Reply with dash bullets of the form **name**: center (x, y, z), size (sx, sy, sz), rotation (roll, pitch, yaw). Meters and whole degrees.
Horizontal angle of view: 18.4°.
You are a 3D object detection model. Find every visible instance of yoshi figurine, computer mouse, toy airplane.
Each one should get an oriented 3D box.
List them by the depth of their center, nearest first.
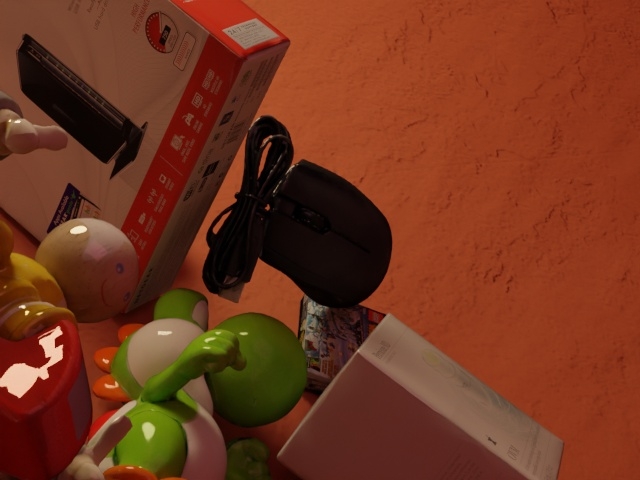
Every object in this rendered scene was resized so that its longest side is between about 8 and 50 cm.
- **toy airplane**: center (-0.283, 0.048, 1.589), size (0.272, 0.386, 0.384), rotation (-19, 75, -19)
- **yoshi figurine**: center (-0.099, 0.171, 1.811), size (0.203, 0.203, 0.362), rotation (36, 30, -21)
- **computer mouse**: center (0.000, 0.000, 2.019), size (0.072, 0.188, 0.272), rotation (13, -9, 36)

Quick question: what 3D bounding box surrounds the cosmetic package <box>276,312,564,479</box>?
- **cosmetic package**: center (0.101, 0.199, 1.876), size (0.225, 0.138, 0.224), rotation (35, 11, 3)

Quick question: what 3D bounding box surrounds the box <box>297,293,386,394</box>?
- **box**: center (0.022, 0.115, 2.084), size (0.094, 0.027, 0.137), rotation (21, 37, -12)

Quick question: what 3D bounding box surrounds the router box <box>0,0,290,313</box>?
- **router box**: center (-0.221, -0.146, 1.954), size (0.301, 0.335, 0.082), rotation (39, 36, 17)
